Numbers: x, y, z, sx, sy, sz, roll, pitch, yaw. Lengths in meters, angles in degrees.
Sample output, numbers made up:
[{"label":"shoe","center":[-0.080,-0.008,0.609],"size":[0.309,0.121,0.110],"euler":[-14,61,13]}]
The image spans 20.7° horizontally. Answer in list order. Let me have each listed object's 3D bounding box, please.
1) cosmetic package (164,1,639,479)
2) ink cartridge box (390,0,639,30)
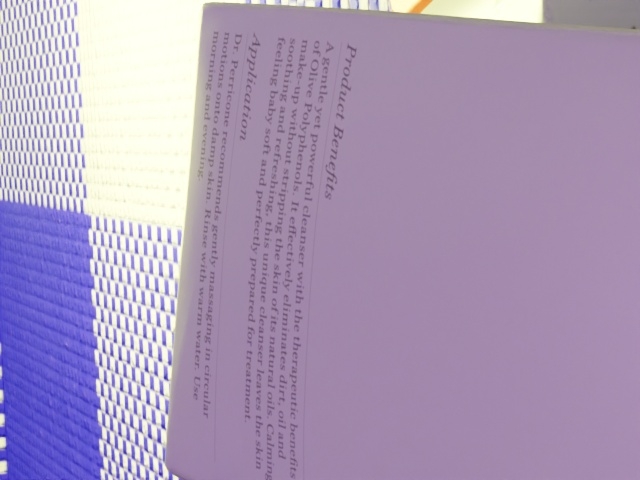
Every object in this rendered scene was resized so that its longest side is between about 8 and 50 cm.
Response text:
[{"label":"cosmetic package","center":[0.110,0.027,0.578],"size":[0.365,0.155,0.197],"euler":[15,102,50]},{"label":"ink cartridge box","center":[0.067,-0.107,0.892],"size":[0.308,0.091,0.385],"euler":[140,122,-64]}]
